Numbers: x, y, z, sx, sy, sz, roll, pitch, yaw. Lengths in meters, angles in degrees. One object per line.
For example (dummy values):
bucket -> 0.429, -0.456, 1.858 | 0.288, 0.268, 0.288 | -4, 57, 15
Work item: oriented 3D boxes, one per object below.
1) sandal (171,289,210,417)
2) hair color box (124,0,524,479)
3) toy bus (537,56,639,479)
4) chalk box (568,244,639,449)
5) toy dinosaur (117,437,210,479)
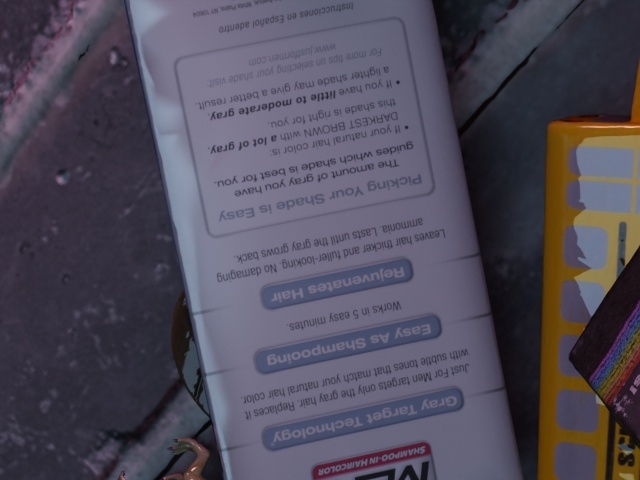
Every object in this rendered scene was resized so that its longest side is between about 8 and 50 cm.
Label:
sandal -> -0.022, 0.114, 0.991 | 0.219, 0.060, 0.090 | 44, 87, -7
hair color box -> 0.000, 0.000, 0.901 | 0.185, 0.113, 0.375 | -12, 93, -6
toy bus -> 0.208, 0.024, 0.868 | 0.130, 0.108, 0.333 | 3, 99, 21
chalk box -> 0.258, 0.062, 0.653 | 0.179, 0.289, 0.180 | 32, 97, -5
toy dinosaur -> -0.087, 0.193, 1.016 | 0.092, 0.183, 0.053 | 49, 152, 38
